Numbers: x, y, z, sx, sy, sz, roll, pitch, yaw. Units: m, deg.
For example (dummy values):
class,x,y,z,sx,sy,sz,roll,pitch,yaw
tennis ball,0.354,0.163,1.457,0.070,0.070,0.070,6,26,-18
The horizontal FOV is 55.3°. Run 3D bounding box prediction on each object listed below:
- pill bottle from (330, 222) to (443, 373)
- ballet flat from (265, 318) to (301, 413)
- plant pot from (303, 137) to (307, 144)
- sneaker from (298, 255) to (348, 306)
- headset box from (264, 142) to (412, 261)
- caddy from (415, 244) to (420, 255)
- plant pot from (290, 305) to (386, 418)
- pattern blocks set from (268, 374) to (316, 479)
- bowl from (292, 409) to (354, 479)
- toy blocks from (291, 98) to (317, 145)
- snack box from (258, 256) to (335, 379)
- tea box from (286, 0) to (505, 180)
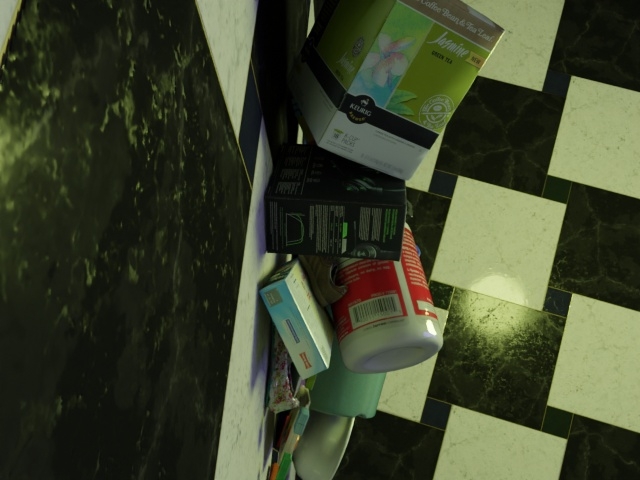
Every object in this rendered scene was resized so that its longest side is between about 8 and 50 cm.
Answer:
class,x,y,z,sx,sy,sz,roll,pitch,yaw
pill bottle,0.125,0.084,1.427,0.229,0.229,0.407,87,-8,-61
ballet flat,-0.071,0.249,1.317,0.091,0.077,0.240,52,41,-81
plant pot,0.066,-0.344,1.859,0.236,0.236,0.212,-69,155,-79
sneaker,0.003,0.056,1.357,0.188,0.071,0.066,67,7,27
headset box,0.046,-0.085,1.237,0.246,0.283,0.131,-83,175,-56
caddy,0.128,0.030,1.829,0.179,0.341,0.241,-50,-130,35
plant pot,0.056,0.296,1.691,0.341,0.341,0.334,65,37,-83
pattern blocks set,-0.059,0.419,1.400,0.325,0.026,0.285,-78,-172,-78
bowl,-0.011,0.586,1.825,0.298,0.134,0.297,-157,-90,-87
toy blocks,0.019,-0.277,1.506,0.261,0.191,0.381,39,36,-69
snack box,-0.039,0.145,1.270,0.322,0.060,0.187,-57,122,-83
tea box,0.120,-0.352,1.187,0.323,0.220,0.329,-60,-152,26
